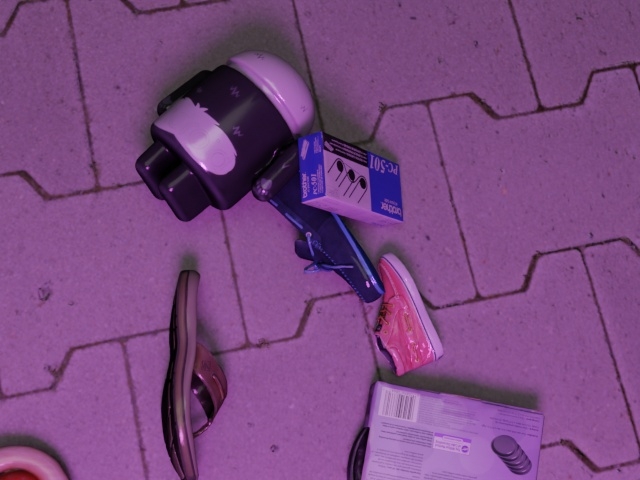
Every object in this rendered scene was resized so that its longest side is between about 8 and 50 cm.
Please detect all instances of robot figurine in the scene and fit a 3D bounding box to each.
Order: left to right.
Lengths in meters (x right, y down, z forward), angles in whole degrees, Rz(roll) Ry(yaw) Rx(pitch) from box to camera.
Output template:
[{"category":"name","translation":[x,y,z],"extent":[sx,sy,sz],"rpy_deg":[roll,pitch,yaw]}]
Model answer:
[{"category":"robot figurine","translation":[-0.136,-0.156,1.244],"extent":[0.278,0.173,0.209],"rpy_deg":[-44,102,-13]}]

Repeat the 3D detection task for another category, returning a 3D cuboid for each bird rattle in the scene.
[{"category":"bird rattle","translation":[-0.444,0.371,1.139],"extent":[0.207,0.143,0.253],"rpy_deg":[-34,68,-23]}]

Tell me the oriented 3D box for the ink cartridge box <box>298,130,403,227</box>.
[{"category":"ink cartridge box","translation":[0.048,-0.086,1.232],"extent":[0.046,0.207,0.097],"rpy_deg":[-13,73,34]}]

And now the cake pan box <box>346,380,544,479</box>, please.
[{"category":"cake pan box","translation":[0.172,0.345,1.199],"extent":[0.267,0.070,0.245],"rpy_deg":[10,74,-2]}]

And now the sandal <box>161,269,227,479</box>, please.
[{"category":"sandal","translation":[-0.173,0.190,1.188],"extent":[0.086,0.120,0.302],"rpy_deg":[6,75,-17]}]

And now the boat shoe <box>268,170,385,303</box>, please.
[{"category":"boat shoe","translation":[0.000,0.000,1.263],"extent":[0.089,0.109,0.258],"rpy_deg":[-37,63,2]}]

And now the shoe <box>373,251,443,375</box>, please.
[{"category":"shoe","translation":[0.110,0.110,1.251],"extent":[0.081,0.063,0.178],"rpy_deg":[-24,83,-14]}]
